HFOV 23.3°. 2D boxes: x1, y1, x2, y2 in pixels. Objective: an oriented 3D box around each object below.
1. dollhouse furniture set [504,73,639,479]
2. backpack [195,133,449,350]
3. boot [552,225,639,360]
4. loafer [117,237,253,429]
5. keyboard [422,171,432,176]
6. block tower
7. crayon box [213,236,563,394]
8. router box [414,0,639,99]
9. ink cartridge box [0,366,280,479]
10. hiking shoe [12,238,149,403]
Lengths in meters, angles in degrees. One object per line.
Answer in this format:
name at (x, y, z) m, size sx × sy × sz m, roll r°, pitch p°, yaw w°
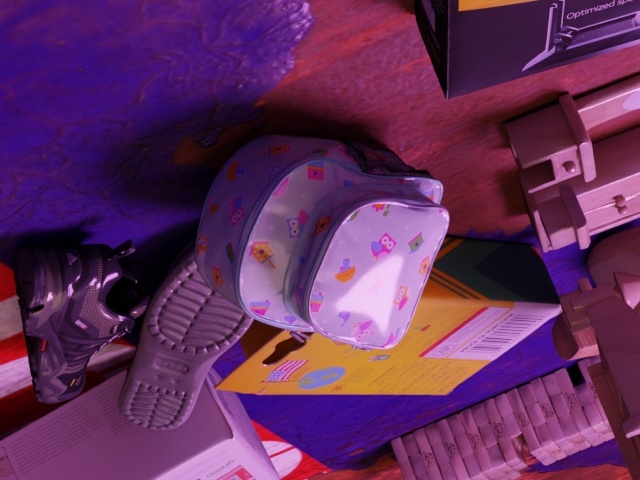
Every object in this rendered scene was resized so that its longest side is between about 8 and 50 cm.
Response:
dollhouse furniture set at (0.321, 0.069, 1.400) m, size 0.173 × 0.356 × 0.303 m, roll -21°, pitch 154°, yaw 5°
backpack at (0.000, 0.000, 1.274) m, size 0.188 × 0.144 × 0.166 m, roll 12°, pitch 107°, yaw -32°
boot at (0.395, 0.042, 1.709) m, size 0.211 × 0.104 × 0.295 m, roll -14°, pitch 160°, yaw -21°
loafer at (-0.125, 0.070, 1.443) m, size 0.094 × 0.087 × 0.251 m, roll 21°, pitch 129°, yaw -16°
keyboard at (0.006, -0.022, 1.384) m, size 0.192 × 0.038 × 0.100 m, roll 0°, pitch 118°, yaw -30°
block tower at (0.252, 0.253, 2.024) m, size 0.335 × 0.097 × 0.091 m, roll -26°, pitch 153°, yaw 12°
crayon box at (0.063, 0.077, 1.562) m, size 0.318 × 0.081 × 0.202 m, roll 5°, pitch 146°, yaw -41°
router box at (0.218, -0.228, 1.058) m, size 0.308 × 0.081 × 0.243 m, roll -16°, pitch 155°, yaw -4°
ink cartridge box at (-0.214, 0.267, 1.643) m, size 0.309 × 0.130 × 0.272 m, roll -30°, pitch 154°, yaw -1°
hiking shoe at (-0.206, 0.076, 1.378) m, size 0.114 × 0.086 × 0.227 m, roll -9°, pitch 152°, yaw -11°
